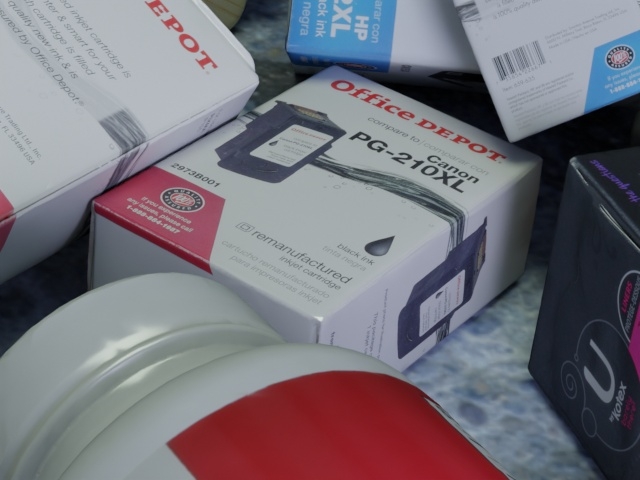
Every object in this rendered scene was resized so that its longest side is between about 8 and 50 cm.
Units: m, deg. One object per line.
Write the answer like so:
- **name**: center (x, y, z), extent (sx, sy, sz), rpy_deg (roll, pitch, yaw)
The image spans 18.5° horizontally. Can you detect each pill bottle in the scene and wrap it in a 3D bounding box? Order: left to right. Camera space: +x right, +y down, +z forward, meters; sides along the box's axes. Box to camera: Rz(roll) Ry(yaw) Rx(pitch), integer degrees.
- **pill bottle**: center (0.012, 0.190, 0.819), extent (0.229, 0.229, 0.408), rpy_deg (-18, 41, -30)

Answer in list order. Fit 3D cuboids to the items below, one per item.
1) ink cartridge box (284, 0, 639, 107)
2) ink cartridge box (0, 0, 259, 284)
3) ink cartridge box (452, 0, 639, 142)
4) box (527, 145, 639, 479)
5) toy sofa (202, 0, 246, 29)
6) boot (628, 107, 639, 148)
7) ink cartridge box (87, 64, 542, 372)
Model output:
- **ink cartridge box**: center (0.136, -0.167, 1.355), extent (0.307, 0.129, 0.223), rpy_deg (6, 0, 1)
- **ink cartridge box**: center (-0.207, -0.089, 1.170), extent (0.207, 0.117, 0.283), rpy_deg (49, 45, 9)
- **ink cartridge box**: center (0.133, -0.162, 1.206), extent (0.104, 0.180, 0.060), rpy_deg (-21, 1, 11)
- **box**: center (0.279, 0.035, 1.131), extent (0.270, 0.165, 0.143), rpy_deg (-9, 38, -20)
- **toy sofa**: center (-0.180, -0.314, 1.459), extent (0.363, 0.177, 0.150), rpy_deg (23, 14, -31)
- **boot**: center (0.278, -0.054, 1.244), extent (0.244, 0.176, 0.088), rpy_deg (-21, 51, -33)
- **ink cartridge box**: center (0.000, 0.000, 1.199), extent (0.172, 0.100, 0.237), rpy_deg (27, 39, 27)
